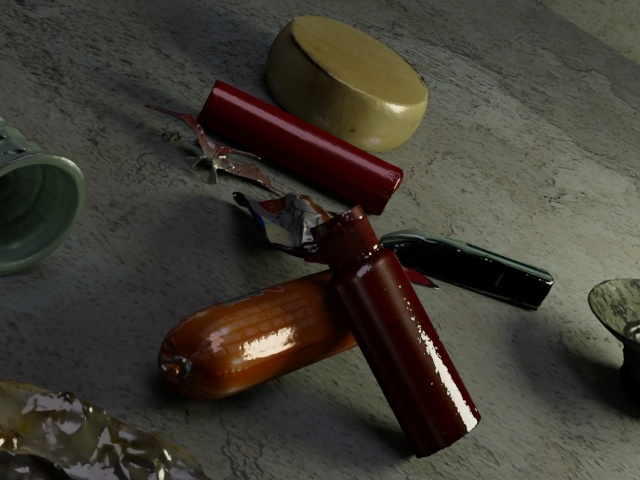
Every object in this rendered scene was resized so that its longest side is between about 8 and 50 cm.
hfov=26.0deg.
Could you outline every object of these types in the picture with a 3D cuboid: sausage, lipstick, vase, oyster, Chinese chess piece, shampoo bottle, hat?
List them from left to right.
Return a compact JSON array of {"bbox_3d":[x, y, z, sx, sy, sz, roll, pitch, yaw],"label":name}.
[{"bbox_3d":[-0.373,-0.110,1.400,0.143,0.143,0.299,-2,38,-47],"label":"vase"},{"bbox_3d":[-0.215,0.190,1.090,0.396,0.111,0.204,13,13,-30],"label":"oyster"},{"bbox_3d":[-0.060,0.096,1.394,0.093,0.093,0.312,41,28,22],"label":"sausage"},{"bbox_3d":[-0.027,-0.124,1.843,0.279,0.073,0.073,27,26,-4],"label":"lipstick"},{"bbox_3d":[0.038,-0.233,2.074,0.251,0.097,0.251,23,28,-13],"label":"Chinese chess piece"},{"bbox_3d":[0.074,0.090,1.435,0.102,0.064,0.260,-29,92,-54],"label":"shampoo bottle"},{"bbox_3d":[0.455,0.155,1.770,0.265,0.128,0.265,13,21,-5],"label":"hat"}]

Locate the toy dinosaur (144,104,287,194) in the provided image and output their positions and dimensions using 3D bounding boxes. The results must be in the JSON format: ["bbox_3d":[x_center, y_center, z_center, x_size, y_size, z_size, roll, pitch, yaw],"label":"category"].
[{"bbox_3d":[-0.131,-0.108,1.754,0.220,0.032,0.108,36,22,-9],"label":"toy dinosaur"}]

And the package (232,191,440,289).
[{"bbox_3d":[0.000,0.000,1.612,0.194,0.071,0.269,4,20,-29],"label":"package"}]

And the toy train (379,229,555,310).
[{"bbox_3d":[0.185,0.026,1.806,0.252,0.055,0.048,19,28,-21],"label":"toy train"}]
